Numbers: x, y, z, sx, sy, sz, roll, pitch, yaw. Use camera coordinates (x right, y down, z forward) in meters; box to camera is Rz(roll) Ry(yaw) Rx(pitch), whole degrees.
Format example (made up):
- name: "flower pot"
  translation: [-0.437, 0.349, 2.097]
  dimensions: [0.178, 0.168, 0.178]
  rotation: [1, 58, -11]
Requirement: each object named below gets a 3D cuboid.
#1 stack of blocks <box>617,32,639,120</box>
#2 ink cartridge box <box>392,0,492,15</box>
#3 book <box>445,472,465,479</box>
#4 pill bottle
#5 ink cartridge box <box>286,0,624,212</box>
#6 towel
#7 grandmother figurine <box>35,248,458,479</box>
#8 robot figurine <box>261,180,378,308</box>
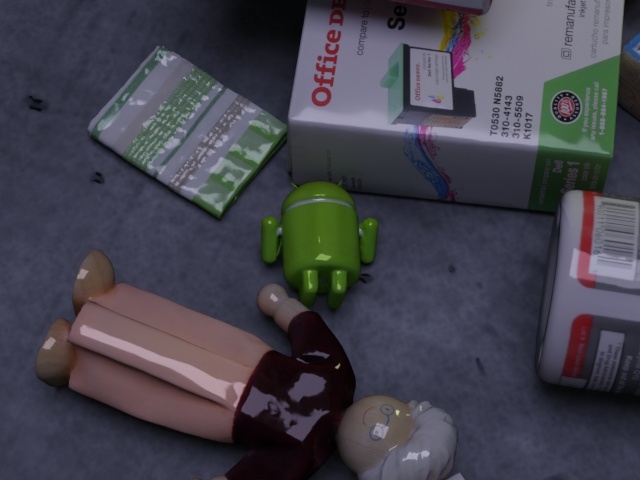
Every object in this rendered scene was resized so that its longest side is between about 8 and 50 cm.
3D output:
- name: "stack of blocks"
  translation: [0.426, -0.189, 1.473]
  dimensions: [0.297, 0.087, 0.171]
  rotation: [-41, 70, -17]
- name: "ink cartridge box"
  translation: [0.053, -0.382, 1.454]
  dimensions: [0.279, 0.160, 0.385]
  rotation: [10, 41, 9]
- name: "book"
  translation: [0.111, 0.267, 1.294]
  dimensions: [0.096, 0.035, 0.144]
  rotation: [-28, 67, -15]
- name: "pill bottle"
  translation: [0.324, 0.055, 1.319]
  dimensions: [0.283, 0.161, 0.161]
  rotation: [8, 65, 5]
- name: "ink cartridge box"
  translation: [0.118, -0.147, 1.442]
  dimensions: [0.278, 0.117, 0.201]
  rotation: [6, 65, 5]
- name: "towel"
  translation: [-0.119, -0.098, 1.480]
  dimensions: [0.152, 0.023, 0.113]
  rotation: [34, 72, 13]
- name: "grandmother figurine"
  translation: [-0.055, 0.129, 1.327]
  dimensions: [0.342, 0.104, 0.208]
  rotation: [18, 75, 12]
- name: "robot figurine"
  translation: [0.000, 0.000, 1.402]
  dimensions: [0.101, 0.067, 0.115]
  rotation: [-1, 64, -6]
